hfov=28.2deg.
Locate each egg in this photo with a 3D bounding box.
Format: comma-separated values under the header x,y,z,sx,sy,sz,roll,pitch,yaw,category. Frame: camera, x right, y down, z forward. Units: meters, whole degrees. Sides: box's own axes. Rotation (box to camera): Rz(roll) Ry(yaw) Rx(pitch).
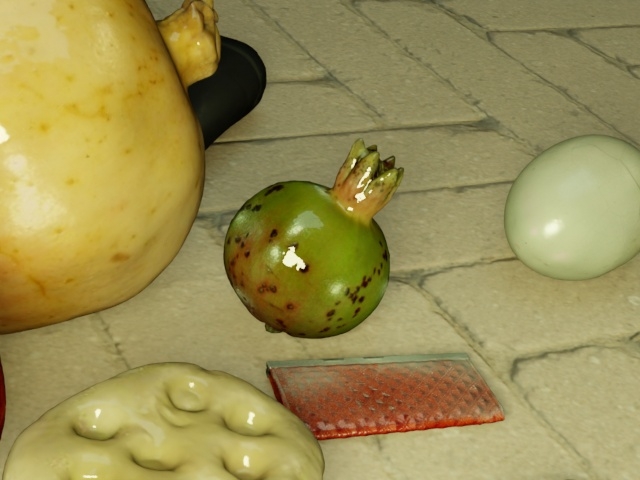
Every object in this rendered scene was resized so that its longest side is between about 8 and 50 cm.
x,y,z,sx,sy,sz,roll,pitch,yaw,category
0.280,-0.033,1.366,0.151,0.151,0.209,27,39,30,egg

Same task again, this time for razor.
x,y,z,sx,sy,sz,roll,pitch,yaw,category
-0.196,-0.168,1.524,0.204,0.113,0.349,16,29,8,razor

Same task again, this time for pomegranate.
x,y,z,sx,sy,sz,roll,pitch,yaw,category
0.000,0.000,1.192,0.159,0.205,0.159,34,15,-10,pomegranate
-0.267,-0.113,1.109,0.412,0.411,0.411,7,29,-4,pomegranate

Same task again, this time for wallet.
x,y,z,sx,sy,sz,roll,pitch,yaw,category
0.057,0.136,1.134,0.197,0.020,0.103,-2,29,-18,wallet

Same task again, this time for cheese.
x,y,z,sx,sy,sz,roll,pitch,yaw,category
-0.104,0.186,0.900,0.235,0.117,0.218,-3,32,-23,cheese

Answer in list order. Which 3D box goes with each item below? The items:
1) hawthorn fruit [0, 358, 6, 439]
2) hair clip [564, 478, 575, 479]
x,y,z,sx,sy,sz,roll,pitch,yaw,category
-0.308,0.132,0.856,0.242,0.242,0.271,-26,81,-46,hawthorn fruit
0.182,0.237,0.966,0.172,0.049,0.116,-7,45,-42,hair clip
